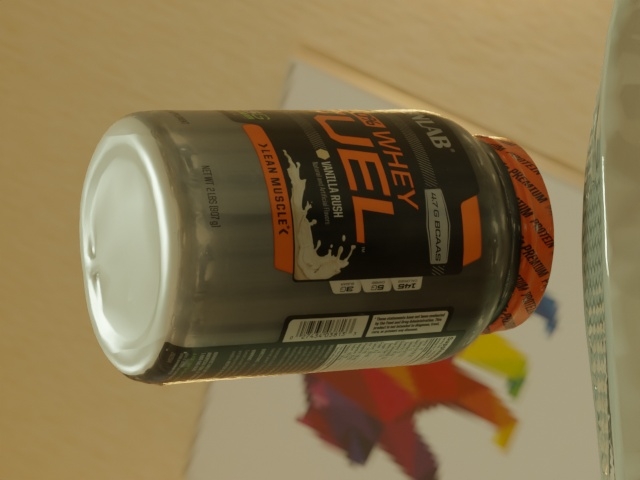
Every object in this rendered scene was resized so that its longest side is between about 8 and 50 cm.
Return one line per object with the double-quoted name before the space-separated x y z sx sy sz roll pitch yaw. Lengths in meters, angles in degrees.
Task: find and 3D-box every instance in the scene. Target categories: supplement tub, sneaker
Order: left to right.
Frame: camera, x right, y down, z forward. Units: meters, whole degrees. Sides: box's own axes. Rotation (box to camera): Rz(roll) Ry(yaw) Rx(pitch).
"supplement tub" 0.000 0.000 0.796 0.190 0.117 0.117 -3 -50 -29
"sneaker" 0.167 0.017 0.605 0.094 0.151 0.256 80 -171 -64
